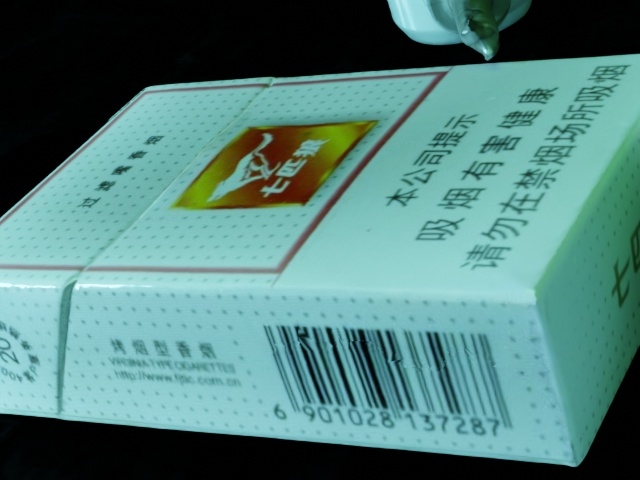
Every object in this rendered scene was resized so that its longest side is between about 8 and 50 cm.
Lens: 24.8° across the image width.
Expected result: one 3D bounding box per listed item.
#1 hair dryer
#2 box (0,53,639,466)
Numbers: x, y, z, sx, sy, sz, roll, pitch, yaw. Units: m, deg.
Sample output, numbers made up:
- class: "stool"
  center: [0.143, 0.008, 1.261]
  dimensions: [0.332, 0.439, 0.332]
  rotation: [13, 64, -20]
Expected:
- class: "hair dryer"
  center: [0.080, -0.168, 0.882]
  dimensions: [0.107, 0.173, 0.357]
  rotation: [-15, 27, 9]
- class: "box"
  center: [0.000, 0.001, 0.721]
  dimensions: [0.330, 0.095, 0.210]
  rotation: [-1, 32, 33]
